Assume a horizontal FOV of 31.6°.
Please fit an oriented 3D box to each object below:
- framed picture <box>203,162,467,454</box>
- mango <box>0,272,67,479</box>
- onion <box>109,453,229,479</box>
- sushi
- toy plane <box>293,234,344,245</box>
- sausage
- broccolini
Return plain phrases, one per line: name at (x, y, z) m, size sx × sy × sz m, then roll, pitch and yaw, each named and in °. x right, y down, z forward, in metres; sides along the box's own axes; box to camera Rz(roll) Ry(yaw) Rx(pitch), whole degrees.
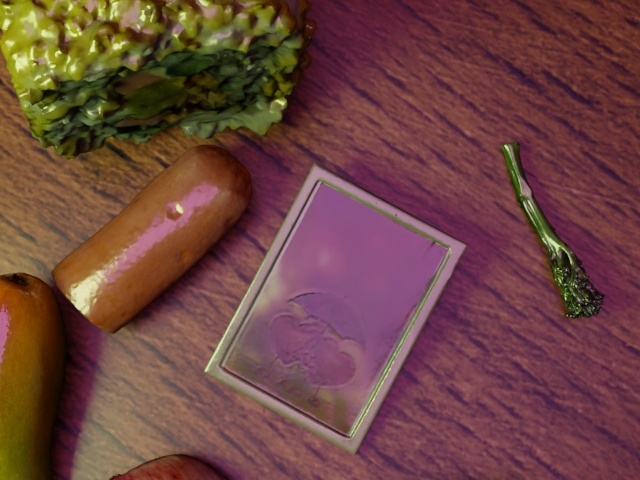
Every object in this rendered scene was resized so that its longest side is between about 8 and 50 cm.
framed picture at (0.018, 0.083, 1.370) m, size 0.211 × 0.020 × 0.289 m, roll 29°, pitch 93°, yaw 4°
mango at (-0.368, 0.181, 1.323) m, size 0.129 × 0.146 × 0.289 m, roll 1°, pitch 86°, yaw 16°
onion at (-0.171, 0.394, 1.306) m, size 0.227 × 0.120 × 0.283 m, roll -37°, pitch 84°, yaw 2°
sushi at (-0.170, -0.248, 1.250) m, size 0.351 × 0.396 × 0.240 m, roll -12°, pitch 81°, yaw -9°
toy plane at (0.000, 0.000, 1.394) m, size 0.083 × 0.031 × 0.078 m, roll 8°, pitch 83°, yaw 3°
sausage at (-0.192, -0.007, 1.363) m, size 0.259 × 0.113 × 0.113 m, roll -41°, pitch 84°, yaw -2°
broccolini at (0.280, -0.014, 1.389) m, size 0.054 × 0.051 × 0.239 m, roll -24°, pitch 76°, yaw 4°
